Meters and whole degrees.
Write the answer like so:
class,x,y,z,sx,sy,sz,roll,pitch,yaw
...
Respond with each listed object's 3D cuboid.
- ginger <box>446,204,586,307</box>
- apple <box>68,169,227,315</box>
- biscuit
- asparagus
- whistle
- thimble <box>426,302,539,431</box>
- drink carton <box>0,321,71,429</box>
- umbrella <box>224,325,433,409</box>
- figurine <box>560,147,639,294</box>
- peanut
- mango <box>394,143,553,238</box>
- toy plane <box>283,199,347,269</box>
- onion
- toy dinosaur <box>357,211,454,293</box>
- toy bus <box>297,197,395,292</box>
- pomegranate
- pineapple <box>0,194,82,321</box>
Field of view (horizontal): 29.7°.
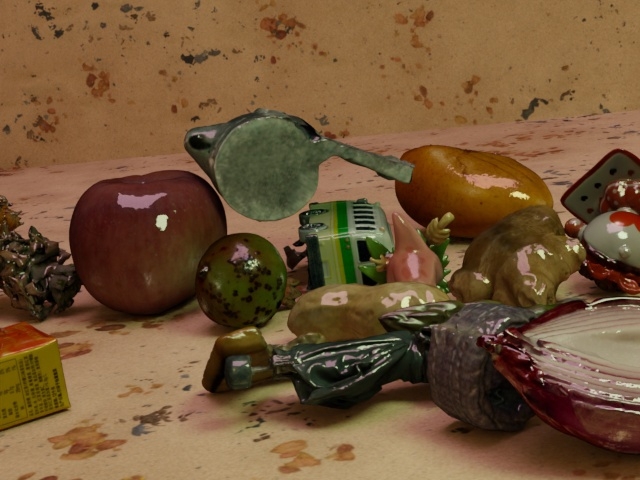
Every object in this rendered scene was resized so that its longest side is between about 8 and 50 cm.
class,x,y,z,sx,sy,sz,roll,pitch,yaw
ginger,0.301,0.052,1.845,0.218,0.123,0.270,-24,18,12
apple,-0.306,0.001,2.163,0.305,0.235,0.306,-5,12,1
biscuit,-0.069,0.152,1.641,0.183,0.039,0.174,-11,-25,-22
asparagus,0.213,0.119,1.675,0.287,0.080,0.080,3,9,-19
whistle,-0.036,-0.154,2.189,0.404,0.188,0.168,-13,11,-9
thimble,0.201,0.149,1.431,0.150,0.150,0.097,-16,17,-32
drink carton,-0.539,0.218,1.653,0.351,0.111,0.154,-17,15,-29
umbrella,0.051,0.167,1.554,0.348,0.094,0.143,-5,-11,-10
figurine,0.480,0.005,1.912,0.160,0.183,0.226,-47,11,39
peanut,0.070,0.110,1.774,0.263,0.101,0.117,0,-1,30
mango,0.299,-0.085,2.345,0.350,0.201,0.199,19,65,47
toy plane,0.000,0.001,2.338,0.053,0.078,0.197,9,36,45
onion,0.310,0.155,1.348,0.283,0.120,0.227,7,28,2
toy dinosaur,0.132,0.050,1.896,0.152,0.194,0.177,2,-8,5
toy bus,0.049,0.012,2.136,0.164,0.134,0.276,-8,14,3
pomegranate,-0.114,0.072,1.978,0.159,0.159,0.205,5,-6,44
pineapple,-0.565,0.051,2.232,0.271,0.263,0.262,22,24,19
